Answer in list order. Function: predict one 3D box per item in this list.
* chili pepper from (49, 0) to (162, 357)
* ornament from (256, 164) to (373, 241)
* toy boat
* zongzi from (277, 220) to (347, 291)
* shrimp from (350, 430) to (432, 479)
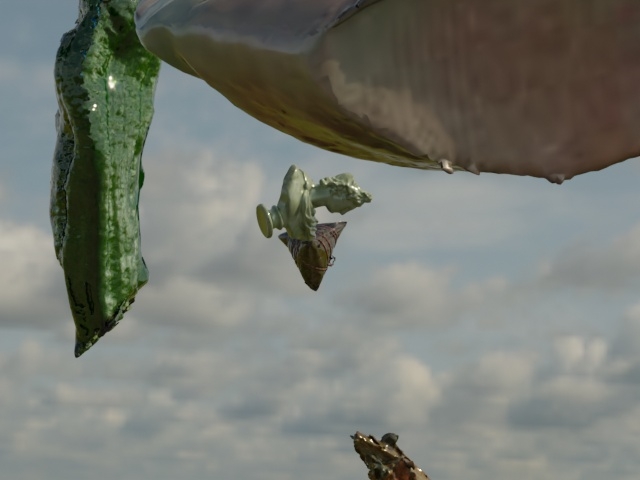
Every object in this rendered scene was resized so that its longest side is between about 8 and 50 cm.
[{"bbox_3d":[-0.126,-0.045,1.049,0.061,0.224,0.098,7,2,11],"label":"chili pepper"},{"bbox_3d":[-0.010,-0.031,1.524,0.068,0.092,0.041,51,-4,-35],"label":"ornament"},{"bbox_3d":[0.012,-0.097,0.704,0.206,0.096,0.282,-6,21,-20],"label":"toy boat"},{"bbox_3d":[0.000,0.000,1.959,0.073,0.067,0.083,-21,35,-9],"label":"zongzi"},{"bbox_3d":[0.080,0.224,1.510,0.043,0.184,0.091,-19,23,30],"label":"shrimp"}]
